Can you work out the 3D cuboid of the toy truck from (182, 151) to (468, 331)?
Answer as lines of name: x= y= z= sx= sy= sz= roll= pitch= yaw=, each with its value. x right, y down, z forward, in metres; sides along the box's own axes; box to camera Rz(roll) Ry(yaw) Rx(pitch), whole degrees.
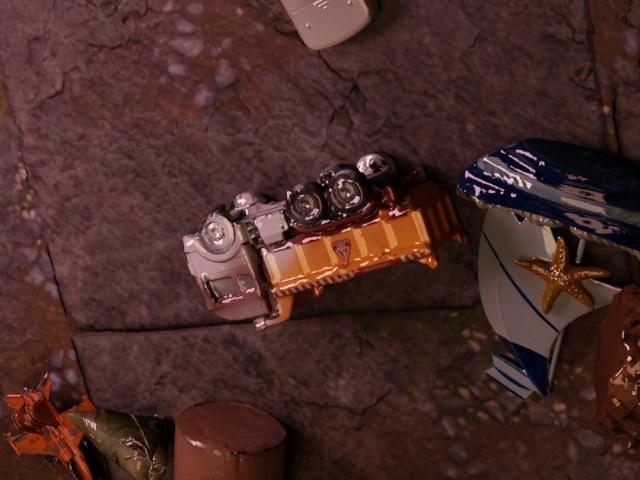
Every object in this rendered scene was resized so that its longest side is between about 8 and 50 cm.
toy truck: x=0.000 y=0.000 z=1.955 sx=0.270 sy=0.114 sz=0.135 roll=-16 pitch=98 yaw=27

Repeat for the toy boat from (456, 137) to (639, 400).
toy boat: x=0.223 y=0.036 z=1.909 sx=0.220 sy=0.067 sz=0.291 roll=21 pitch=129 yaw=17

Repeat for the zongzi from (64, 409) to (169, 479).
zongzi: x=-0.226 y=0.225 z=2.126 sx=0.119 sy=0.109 sz=0.055 roll=11 pitch=111 yaw=-9

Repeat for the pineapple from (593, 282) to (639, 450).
pineapple: x=0.428 y=0.136 z=1.739 sx=0.364 sy=0.165 sz=0.165 roll=9 pitch=116 yaw=-4

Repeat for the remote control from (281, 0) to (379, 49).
remote control: x=-0.018 y=-0.281 z=1.894 sx=0.087 sy=0.029 sz=0.190 roll=-27 pitch=97 yaw=31

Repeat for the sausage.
sausage: x=-0.103 y=0.310 z=2.116 sx=0.123 sy=0.123 sz=0.253 roll=13 pitch=114 yaw=20

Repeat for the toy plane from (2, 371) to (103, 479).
toy plane: x=-0.285 y=0.238 z=2.215 sx=0.135 sy=0.062 sz=0.188 roll=-29 pitch=110 yaw=31
